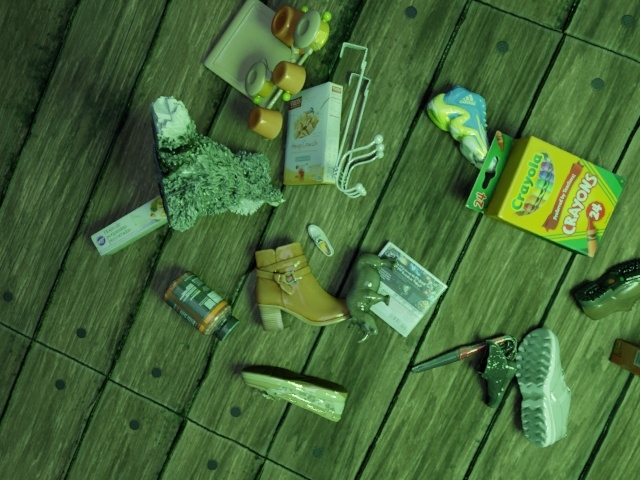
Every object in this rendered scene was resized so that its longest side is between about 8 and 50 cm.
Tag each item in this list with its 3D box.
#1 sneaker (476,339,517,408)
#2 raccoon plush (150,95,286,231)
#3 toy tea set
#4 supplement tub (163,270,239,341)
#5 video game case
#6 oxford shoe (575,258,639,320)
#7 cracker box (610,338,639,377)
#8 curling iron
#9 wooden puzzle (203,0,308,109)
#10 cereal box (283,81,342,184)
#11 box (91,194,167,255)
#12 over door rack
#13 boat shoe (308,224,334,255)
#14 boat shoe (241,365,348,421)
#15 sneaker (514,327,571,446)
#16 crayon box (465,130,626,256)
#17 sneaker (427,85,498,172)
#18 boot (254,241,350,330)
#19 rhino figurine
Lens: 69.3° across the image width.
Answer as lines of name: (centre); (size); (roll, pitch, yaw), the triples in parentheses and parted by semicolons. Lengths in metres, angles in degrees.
sneaker: (0.424, 0.335, 1.154); (0.089, 0.051, 0.170); (18, 110, -3)
raccoon plush: (-0.207, -0.160, 1.047); (0.299, 0.446, 0.216); (-12, 87, -20)
toy tea set: (-0.075, -0.408, 1.139); (0.336, 0.124, 0.200); (-56, 47, 23)
supplement tub: (-0.312, 0.179, 1.229); (0.198, 0.106, 0.106); (40, 95, 5)
video game case: (0.201, 0.127, 1.210); (0.190, 0.022, 0.173); (39, 96, 5)
oxford shoe: (0.740, 0.119, 1.126); (0.227, 0.083, 0.096); (-30, 106, 7)
cracker box: (0.833, 0.303, 1.071); (0.232, 0.156, 0.067); (16, 92, 6)
curling iron: (0.370, 0.301, 1.186); (0.274, 0.035, 0.068); (-16, 90, 7)
wooden puzzle: (-0.162, -0.495, 1.232); (0.239, 0.044, 0.221); (38, 96, 9)
cereal box: (-0.023, -0.259, 1.164); (0.173, 0.047, 0.240); (5, 93, 52)
box: (-0.465, -0.063, 1.262); (0.324, 0.067, 0.063); (-29, 87, 7)
over door rack: (0.100, -0.268, 1.103); (0.108, 0.239, 0.324); (4, 92, 8)
boat shoe: (0.000, 0.000, 1.223); (0.035, 0.035, 0.100); (-33, 88, 7)
boat shoe: (-0.075, 0.397, 1.206); (0.285, 0.104, 0.089); (13, 90, 6)
sneaker: (0.560, 0.357, 1.151); (0.115, 0.105, 0.281); (4, 87, -27)
crayon box: (0.530, -0.110, 1.095); (0.319, 0.081, 0.202); (20, 94, -9)
sneaker: (0.383, -0.286, 1.145); (0.126, 0.091, 0.240); (-42, 89, 1)
boot: (-0.035, 0.111, 1.207); (0.284, 0.109, 0.220); (-8, 86, 14)
rhino figurine: (0.118, 0.135, 1.135); (0.106, 0.073, 0.243); (10, 64, 10)
